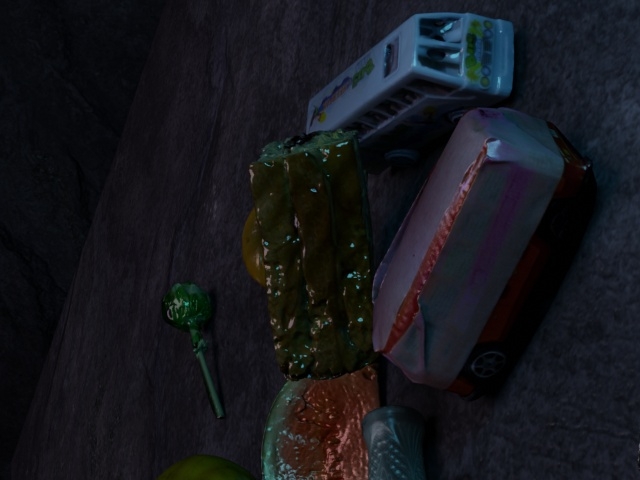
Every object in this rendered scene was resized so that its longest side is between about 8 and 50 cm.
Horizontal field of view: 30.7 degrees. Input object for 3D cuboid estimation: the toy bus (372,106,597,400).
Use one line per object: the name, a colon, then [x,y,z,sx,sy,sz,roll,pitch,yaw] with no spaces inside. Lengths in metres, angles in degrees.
toy bus: [0.159,0.016,1.186,0.127,0.147,0.303,-104,35,-58]

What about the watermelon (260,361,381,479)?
watermelon: [-0.013,0.269,1.478,0.159,0.128,0.303,148,131,-60]

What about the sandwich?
sandwich: [0.001,0.001,1.402,0.325,0.131,0.262,-67,-32,-80]

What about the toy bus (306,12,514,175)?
toy bus: [0.102,-0.178,1.427,0.329,0.136,0.109,151,129,-61]

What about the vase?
vase: [0.086,0.293,1.283,0.096,0.096,0.219,127,150,-47]

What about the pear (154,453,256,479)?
pear: [-0.178,0.427,1.695,0.269,0.212,0.212,-44,39,44]

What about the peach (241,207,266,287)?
peach: [-0.053,-0.006,1.761,0.179,0.103,0.179,-171,90,-67]

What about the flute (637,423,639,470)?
flute: [0.289,0.064,1.008,0.014,0.014,0.269,158,121,-64]

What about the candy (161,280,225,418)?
candy: [-0.216,0.201,2.109,0.097,0.097,0.323,-62,35,34]
